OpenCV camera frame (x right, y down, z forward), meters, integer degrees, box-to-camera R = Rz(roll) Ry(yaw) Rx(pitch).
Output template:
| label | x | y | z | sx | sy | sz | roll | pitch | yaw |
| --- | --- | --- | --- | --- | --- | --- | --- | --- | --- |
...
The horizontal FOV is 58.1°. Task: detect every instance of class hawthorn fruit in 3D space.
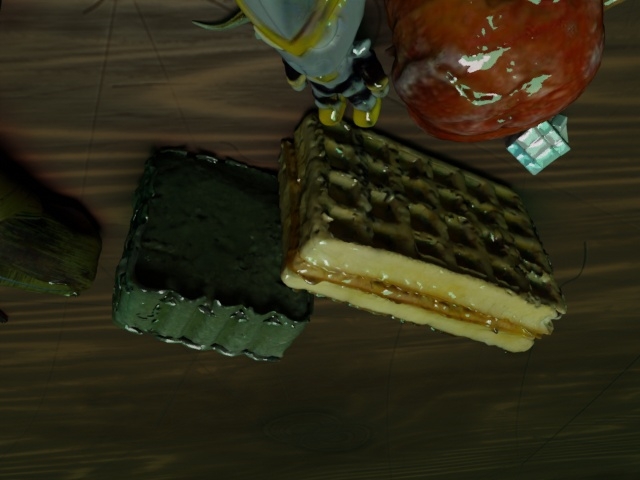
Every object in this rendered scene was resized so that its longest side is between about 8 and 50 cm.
| label | x | y | z | sx | sy | sz | roll | pitch | yaw |
| --- | --- | --- | --- | --- | --- | --- | --- | --- | --- |
| hawthorn fruit | 0.202 | -0.218 | 0.582 | 0.272 | 0.241 | 0.241 | -6 | 136 | 17 |

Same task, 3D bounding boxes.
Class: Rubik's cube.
| label | x | y | z | sx | sy | sz | roll | pitch | yaw |
| --- | --- | --- | --- | --- | --- | --- | --- | --- | --- |
| Rubik's cube | 0.299 | -0.144 | 0.794 | 0.084 | 0.073 | 0.075 | -25 | 115 | 22 |

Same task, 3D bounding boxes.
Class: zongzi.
| label | x | y | z | sx | sy | sz | roll | pitch | yaw |
| --- | --- | --- | --- | --- | --- | --- | --- | --- | --- |
| zongzi | -0.395 | -0.041 | 0.709 | 0.286 | 0.138 | 0.300 | 20 | 146 | -26 |

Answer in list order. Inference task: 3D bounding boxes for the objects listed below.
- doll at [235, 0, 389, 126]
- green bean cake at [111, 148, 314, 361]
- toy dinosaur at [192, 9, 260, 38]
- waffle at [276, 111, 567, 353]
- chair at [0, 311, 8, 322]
| label | x | y | z | sx | sy | sz | roll | pitch | yaw |
| --- | --- | --- | --- | --- | --- | --- | --- | --- | --- |
| doll | -0.015 | -0.232 | 0.594 | 0.103 | 0.146 | 0.316 | -50 | 148 | -8 |
| green bean cake | -0.134 | 0.012 | 0.758 | 0.241 | 0.254 | 0.132 | 11 | 140 | -18 |
| toy dinosaur | -0.055 | -0.258 | 0.659 | 0.181 | 0.037 | 0.058 | -21 | 120 | 4 |
| waffle | 0.127 | -0.007 | 0.767 | 0.377 | 0.260 | 0.114 | 17 | 134 | -22 |
| chair | -0.606 | 0.100 | 0.893 | 0.102 | 0.084 | 0.212 | -13 | 134 | 9 |
